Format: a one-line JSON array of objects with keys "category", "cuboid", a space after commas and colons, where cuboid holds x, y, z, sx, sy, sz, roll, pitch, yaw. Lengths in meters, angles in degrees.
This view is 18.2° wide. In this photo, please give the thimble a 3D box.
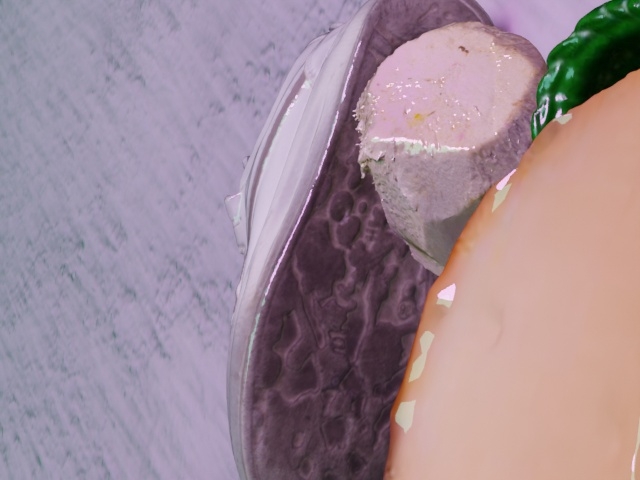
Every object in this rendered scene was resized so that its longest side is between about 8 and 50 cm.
[{"category": "thimble", "cuboid": [0.164, -0.057, 0.910, 0.130, 0.090, 0.118, -53, 37, 39]}]

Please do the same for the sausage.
[{"category": "sausage", "cuboid": [0.190, 0.091, 0.577, 0.233, 0.287, 0.233, -40, 40, 45]}]

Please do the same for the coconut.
[{"category": "coconut", "cuboid": [0.081, -0.042, 1.038, 0.116, 0.122, 0.116, -13, 52, 17]}]

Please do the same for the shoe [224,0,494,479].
[{"category": "shoe", "cuboid": [0.000, 0.000, 1.169, 0.159, 0.124, 0.316, 15, 85, 62]}]
